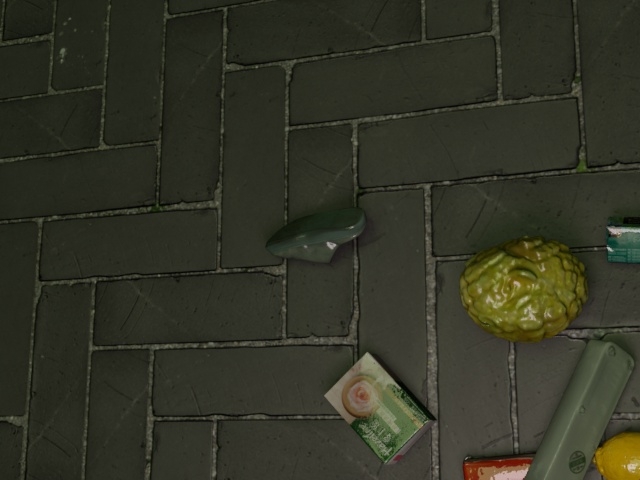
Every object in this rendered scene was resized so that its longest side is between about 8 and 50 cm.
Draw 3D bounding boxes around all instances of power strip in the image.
[{"bbox_3d":[0.477,0.371,1.714,0.385,0.091,0.062,-61,25,-12],"label":"power strip"}]

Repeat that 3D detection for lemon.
[{"bbox_3d":[0.588,0.413,1.693,0.155,0.114,0.114,2,79,23],"label":"lemon"}]

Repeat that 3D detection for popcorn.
[{"bbox_3d":[0.389,0.097,1.796,0.236,0.251,0.206,-26,94,-23],"label":"popcorn"}]

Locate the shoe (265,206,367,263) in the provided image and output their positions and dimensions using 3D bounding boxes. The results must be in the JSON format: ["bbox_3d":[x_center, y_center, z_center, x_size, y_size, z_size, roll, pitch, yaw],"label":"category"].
[{"bbox_3d":[0.000,0.000,2.003,0.251,0.103,0.100,-15,117,29],"label":"shoe"}]

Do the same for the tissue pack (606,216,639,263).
[{"bbox_3d":[0.626,-0.005,1.793,0.111,0.079,0.085,1,114,21],"label":"tissue pack"}]

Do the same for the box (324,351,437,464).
[{"bbox_3d":[0.125,0.348,1.886,0.135,0.081,0.199,-46,66,4],"label":"box"}]

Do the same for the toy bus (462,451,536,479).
[{"bbox_3d":[0.365,0.458,1.778,0.174,0.077,0.079,-9,76,17],"label":"toy bus"}]
